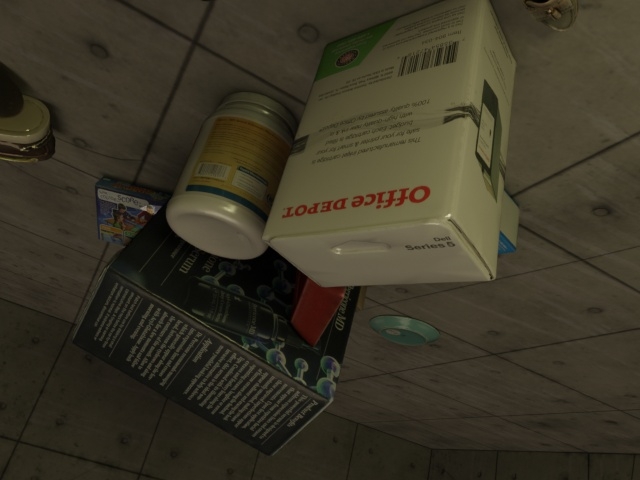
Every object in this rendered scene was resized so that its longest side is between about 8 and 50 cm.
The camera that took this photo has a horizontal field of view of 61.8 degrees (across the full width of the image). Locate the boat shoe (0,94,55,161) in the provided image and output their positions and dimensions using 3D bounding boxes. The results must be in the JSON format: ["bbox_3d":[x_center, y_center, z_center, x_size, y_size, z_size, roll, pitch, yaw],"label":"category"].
[{"bbox_3d":[-0.606,-0.207,0.878,0.324,0.117,0.097,13,151,-8],"label":"boat shoe"}]

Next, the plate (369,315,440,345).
[{"bbox_3d":[0.219,0.244,1.410,0.188,0.024,0.188,12,154,6],"label":"plate"}]

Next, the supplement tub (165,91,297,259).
[{"bbox_3d":[-0.115,-0.090,0.745,0.144,0.200,0.144,13,154,6],"label":"supplement tub"}]

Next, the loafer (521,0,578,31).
[{"bbox_3d":[0.197,-0.232,0.488,0.045,0.039,0.125,-13,142,42],"label":"loafer"}]

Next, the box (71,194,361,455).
[{"bbox_3d":[-0.162,0.126,0.947,0.395,0.294,0.212,33,125,-9],"label":"box"}]

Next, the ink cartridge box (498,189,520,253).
[{"bbox_3d":[0.178,-0.035,0.826,0.203,0.086,0.148,-14,142,43],"label":"ink cartridge box"}]

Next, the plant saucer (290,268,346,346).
[{"bbox_3d":[0.000,0.000,0.789,0.047,0.259,0.259,9,154,-5],"label":"plant saucer"}]

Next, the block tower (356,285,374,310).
[{"bbox_3d":[-0.053,0.091,1.182,0.335,0.097,0.091,-1,149,27],"label":"block tower"}]

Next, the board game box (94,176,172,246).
[{"bbox_3d":[-0.351,-0.040,1.083,0.201,0.035,0.136,15,125,1],"label":"board game box"}]

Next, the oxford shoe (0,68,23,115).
[{"bbox_3d":[-0.556,-0.264,0.809,0.212,0.076,0.076,33,173,-27],"label":"oxford shoe"}]

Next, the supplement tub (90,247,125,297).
[{"bbox_3d":[-0.316,0.159,1.143,0.315,0.194,0.193,27,151,-28],"label":"supplement tub"}]

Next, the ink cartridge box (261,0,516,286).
[{"bbox_3d":[0.079,-0.096,0.552,0.198,0.273,0.115,-6,147,36],"label":"ink cartridge box"}]
